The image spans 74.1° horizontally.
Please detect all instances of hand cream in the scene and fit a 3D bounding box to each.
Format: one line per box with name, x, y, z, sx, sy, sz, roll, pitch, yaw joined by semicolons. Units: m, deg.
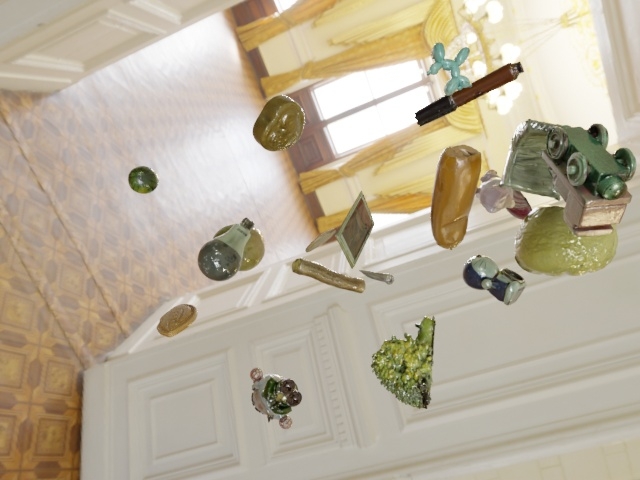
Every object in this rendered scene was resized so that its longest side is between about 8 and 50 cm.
hand cream;0.200;0.127;1.490;0.057;0.037;0.165;38;-15;-28

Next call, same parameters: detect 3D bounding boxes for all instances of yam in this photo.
yam;0.038;0.134;1.556;0.299;0.066;0.066;21;37;-23

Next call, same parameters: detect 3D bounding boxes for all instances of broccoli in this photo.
broccoli;0.243;0.347;1.259;0.242;0.180;0.273;68;28;-68

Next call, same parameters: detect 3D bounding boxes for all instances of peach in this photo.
peach;-0.442;0.037;2.326;0.292;0.292;0.248;-13;120;-79

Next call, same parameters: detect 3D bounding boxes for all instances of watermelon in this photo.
watermelon;-0.636;-0.222;1.519;0.062;0.105;0.106;147;-74;-69

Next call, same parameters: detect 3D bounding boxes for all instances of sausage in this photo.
sausage;0.405;-0.118;1.306;0.116;0.134;0.354;46;-31;42

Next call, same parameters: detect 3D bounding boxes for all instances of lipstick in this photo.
lipstick;0.553;-0.556;1.618;0.077;0.418;0.077;30;50;-43

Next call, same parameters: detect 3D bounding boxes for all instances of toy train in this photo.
toy train;0.695;-0.174;1.128;0.304;0.150;0.222;-89;171;-49

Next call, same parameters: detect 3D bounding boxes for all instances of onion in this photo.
onion;1.011;-0.190;2.194;0.247;0.111;0.250;32;33;-50

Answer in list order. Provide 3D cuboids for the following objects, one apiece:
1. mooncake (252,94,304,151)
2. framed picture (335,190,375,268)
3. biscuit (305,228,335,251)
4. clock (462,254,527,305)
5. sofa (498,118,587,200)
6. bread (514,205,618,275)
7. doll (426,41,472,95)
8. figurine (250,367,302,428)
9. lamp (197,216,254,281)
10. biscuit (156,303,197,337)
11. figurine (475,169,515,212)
mooncake;-0.165;-0.484;1.805;0.117;0.235;0.235;44;-3;28
framed picture;0.159;-0.047;1.817;0.273;0.016;0.216;-60;140;-30
biscuit;0.000;0.000;1.332;0.015;0.120;0.120;53;9;9
clock;0.705;0.158;1.755;0.243;0.147;0.199;35;31;33
sofa;0.723;-0.261;1.383;0.176;0.210;0.226;-31;137;-79
bread;0.827;0.015;1.449;0.320;0.320;0.237;10;93;-77
doll;0.434;-0.564;1.406;0.059;0.159;0.159;-119;-135;-88
figurine;-0.178;0.632;1.742;0.281;0.167;0.370;57;-31;6
lamp;-0.403;0.021;1.806;0.182;0.181;0.314;51;54;-59
biscuit;-0.511;0.279;1.517;0.221;0.141;0.029;-112;-173;-72
figurine;0.728;-0.210;1.780;0.276;0.200;0.133;-61;173;-61
